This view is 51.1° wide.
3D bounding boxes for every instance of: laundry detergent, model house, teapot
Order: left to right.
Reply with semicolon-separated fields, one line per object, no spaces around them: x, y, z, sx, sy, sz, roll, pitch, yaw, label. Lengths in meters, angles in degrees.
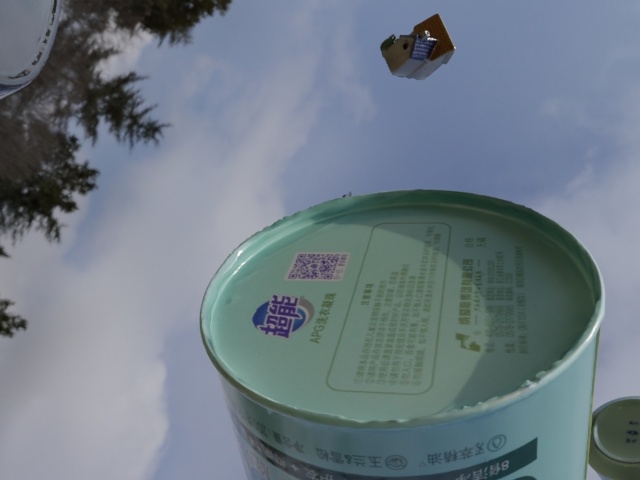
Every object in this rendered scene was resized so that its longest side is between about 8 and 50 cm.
0.074;0.155;0.557;0.287;0.305;0.287;-7;-150;4;laundry detergent
0.178;-0.356;1.217;0.100;0.100;0.088;-35;-112;48;model house
0.490;0.336;1.017;0.159;0.159;0.232;-17;-152;43;teapot

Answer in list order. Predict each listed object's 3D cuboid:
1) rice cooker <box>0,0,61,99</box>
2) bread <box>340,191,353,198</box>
-0.391;-0.234;0.604;0.224;0.267;0.267;-7;-123;20;rice cooker
0.000;0.000;1.097;0.140;0.169;0.160;-72;171;-70;bread
